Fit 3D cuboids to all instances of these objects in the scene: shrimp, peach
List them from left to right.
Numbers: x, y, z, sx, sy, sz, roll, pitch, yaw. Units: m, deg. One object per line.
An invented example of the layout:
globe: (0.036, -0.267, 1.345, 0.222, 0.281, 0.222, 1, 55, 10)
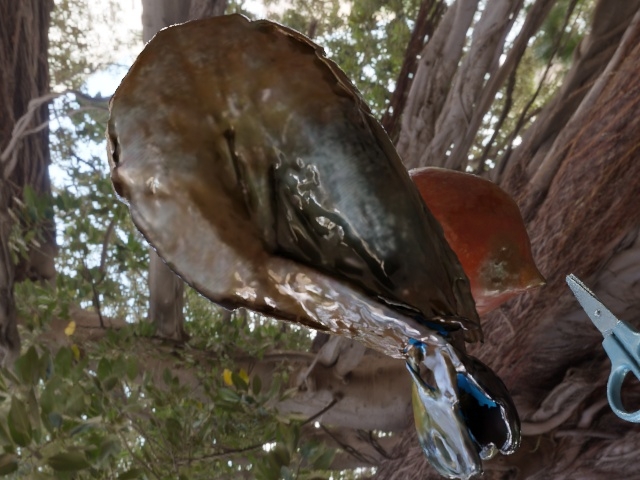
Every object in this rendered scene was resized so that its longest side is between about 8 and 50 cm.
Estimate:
shrimp: (0.000, 0.000, 0.403, 0.221, 0.110, 0.445, -36, -95, -20)
peach: (0.185, 0.017, 0.704, 0.257, 0.232, 0.232, 32, -139, 29)

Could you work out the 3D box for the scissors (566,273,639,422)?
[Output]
scissors: (0.607, 0.178, 1.044, 0.029, 0.192, 0.447, 22, -156, -4)
